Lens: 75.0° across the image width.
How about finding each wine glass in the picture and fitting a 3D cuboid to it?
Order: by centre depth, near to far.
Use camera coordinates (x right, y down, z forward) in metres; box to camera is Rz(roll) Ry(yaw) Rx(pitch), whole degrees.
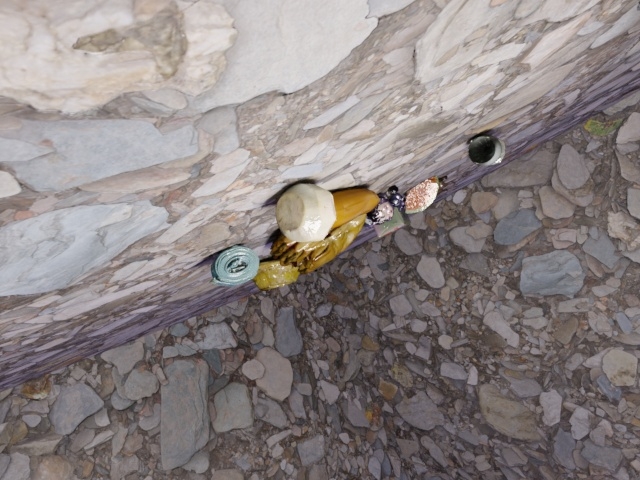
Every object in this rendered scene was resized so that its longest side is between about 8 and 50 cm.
[{"bbox_3d":[0.666,-0.360,1.671,0.126,0.127,0.241,-30,173,30],"label":"wine glass"}]

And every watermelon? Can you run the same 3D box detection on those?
[{"bbox_3d":[0.528,-0.243,2.172,0.231,0.128,0.146,-31,-171,20],"label":"watermelon"}]

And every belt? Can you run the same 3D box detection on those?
[{"bbox_3d":[-0.305,0.093,1.486,0.162,0.148,0.082,11,157,-27],"label":"belt"}]

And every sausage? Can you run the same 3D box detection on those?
[{"bbox_3d":[0.091,-0.118,1.450,0.134,0.116,0.353,-48,164,33],"label":"sausage"}]

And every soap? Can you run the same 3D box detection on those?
[{"bbox_3d":[0.415,-0.118,2.470,0.182,0.139,0.199,-28,173,24],"label":"soap"}]

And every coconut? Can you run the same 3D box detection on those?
[{"bbox_3d":[-0.035,-0.074,1.147,0.161,0.161,0.162,-30,163,33],"label":"coconut"}]

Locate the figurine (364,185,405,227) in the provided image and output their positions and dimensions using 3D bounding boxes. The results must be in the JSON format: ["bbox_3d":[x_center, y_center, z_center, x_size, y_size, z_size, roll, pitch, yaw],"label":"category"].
[{"bbox_3d":[0.256,-0.146,1.843,0.222,0.145,0.145,-36,174,-8],"label":"figurine"}]

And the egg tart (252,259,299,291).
[{"bbox_3d":[-0.231,0.181,2.200,0.344,0.133,0.345,-15,171,-2],"label":"egg tart"}]

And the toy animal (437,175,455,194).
[{"bbox_3d":[0.617,-0.276,2.298,0.186,0.094,0.214,-28,167,-19],"label":"toy animal"}]

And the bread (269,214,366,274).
[{"bbox_3d":[0.000,0.000,1.680,0.369,0.192,0.314,-25,172,-21],"label":"bread"}]
